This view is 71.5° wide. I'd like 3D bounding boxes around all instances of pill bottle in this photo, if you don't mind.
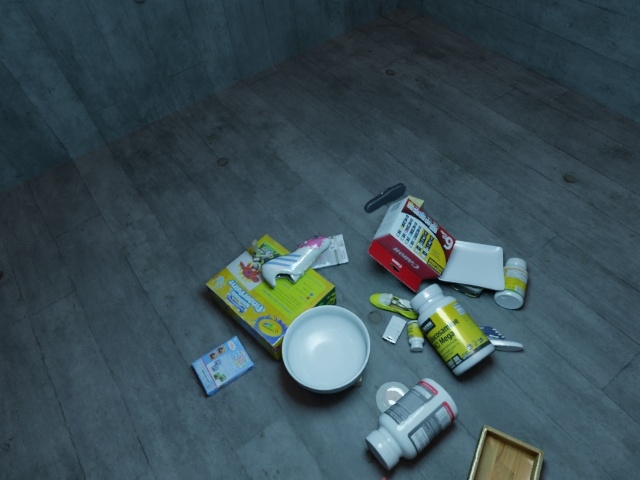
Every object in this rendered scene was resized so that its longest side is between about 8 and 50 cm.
[{"bbox_3d":[0.319,0.655,1.583,0.318,0.176,0.176,-33,57,-18],"label":"pill bottle"},{"bbox_3d":[0.831,0.181,1.924,0.118,0.117,0.208,17,57,18],"label":"pill bottle"},{"bbox_3d":[0.509,0.346,1.761,0.188,0.188,0.334,-28,64,-15],"label":"pill bottle"},{"bbox_3d":[0.395,0.396,1.840,0.065,0.065,0.116,-1,53,5],"label":"pill bottle"}]

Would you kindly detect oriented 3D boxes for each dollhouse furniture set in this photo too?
[{"bbox_3d":[-0.253,0.056,1.932,0.081,0.114,0.091,-2,49,-1],"label":"dollhouse furniture set"}]

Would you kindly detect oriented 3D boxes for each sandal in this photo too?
[{"bbox_3d":[0.333,-0.233,2.301,0.254,0.097,0.054,-28,55,-14],"label":"sandal"}]

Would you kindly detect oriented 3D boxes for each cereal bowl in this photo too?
[{"bbox_3d":[0.026,0.431,1.718,0.339,0.141,0.339,-3,53,5],"label":"cereal bowl"}]

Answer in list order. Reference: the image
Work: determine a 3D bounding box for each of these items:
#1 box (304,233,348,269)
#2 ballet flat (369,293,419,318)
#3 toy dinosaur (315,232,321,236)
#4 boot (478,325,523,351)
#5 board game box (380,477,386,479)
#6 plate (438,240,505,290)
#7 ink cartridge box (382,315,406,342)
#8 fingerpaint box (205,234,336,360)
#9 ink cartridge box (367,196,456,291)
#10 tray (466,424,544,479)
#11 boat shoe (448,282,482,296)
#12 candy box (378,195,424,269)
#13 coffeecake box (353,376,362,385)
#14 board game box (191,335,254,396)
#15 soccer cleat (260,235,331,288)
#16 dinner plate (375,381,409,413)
[{"bbox_3d":[0.028,0.058,2.128,0.186,0.038,0.145,-12,69,-4],"label":"box"},{"bbox_3d":[0.325,0.271,1.933,0.231,0.077,0.077,19,58,20],"label":"ballet flat"},{"bbox_3d":[0.000,0.000,2.210,0.090,0.047,0.082,27,44,-15],"label":"toy dinosaur"},{"bbox_3d":[0.719,0.394,1.804,0.190,0.069,0.086,4,56,11],"label":"boot"},{"bbox_3d":[0.205,0.980,1.420,0.242,0.064,0.316,-30,56,-16],"label":"board game box"},{"bbox_3d":[0.662,0.111,1.967,0.277,0.045,0.278,10,42,11],"label":"plate"},{"bbox_3d":[0.312,0.380,1.883,0.063,0.029,0.115,23,60,21],"label":"ink cartridge box"},{"bbox_3d":[-0.214,0.238,1.962,0.445,0.163,0.371,34,62,28],"label":"fingerpaint box"},{"bbox_3d":[0.393,0.024,1.898,0.309,0.130,0.272,38,63,-16],"label":"ink cartridge box"},{"bbox_3d":[0.582,0.857,1.469,0.203,0.076,0.411,20,58,19],"label":"tray"},{"bbox_3d":[0.607,0.181,1.976,0.228,0.068,0.081,28,52,28],"label":"boat shoe"},{"bbox_3d":[0.380,-0.038,2.094,0.088,0.183,0.316,23,58,22],"label":"candy box"},{"bbox_3d":[0.077,0.501,1.792,0.185,0.068,0.142,1,54,8],"label":"coffeecake box"},{"bbox_3d":[-0.404,0.518,1.847,0.211,0.039,0.160,-31,56,-16],"label":"board game box"},{"bbox_3d":[-0.088,0.099,1.899,0.331,0.116,0.143,-23,69,-11],"label":"soccer cleat"},{"bbox_3d":[0.285,0.614,1.719,0.141,0.017,0.141,-2,53,3],"label":"dinner plate"}]
